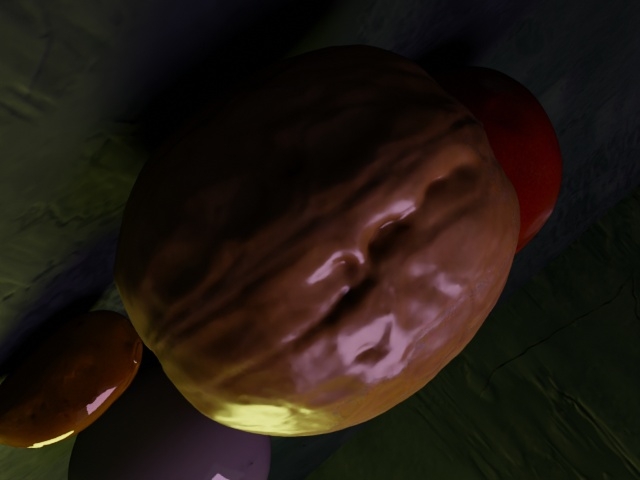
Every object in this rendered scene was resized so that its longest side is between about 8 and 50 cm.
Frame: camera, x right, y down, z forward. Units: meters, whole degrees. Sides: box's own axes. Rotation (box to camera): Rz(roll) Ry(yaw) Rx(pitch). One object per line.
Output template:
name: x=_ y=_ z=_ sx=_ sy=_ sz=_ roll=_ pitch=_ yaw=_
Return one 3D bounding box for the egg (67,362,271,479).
egg: x=-0.120 y=0.175 z=1.189 sx=0.199 sy=0.146 sz=0.146 roll=-43 pitch=169 yaw=38

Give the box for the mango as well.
mango: x=-0.163 y=0.091 z=0.978 sx=0.114 sy=0.060 sz=0.080 roll=-42 pitch=-177 yaw=-6

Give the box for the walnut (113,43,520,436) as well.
walnut: x=0.000 y=0.000 z=0.839 sx=0.222 sy=0.195 sz=0.195 roll=-39 pitch=167 yaw=-4

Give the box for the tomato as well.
tomato: x=0.089 y=-0.035 z=1.122 sx=0.195 sy=0.136 sz=0.195 roll=-39 pitch=168 yaw=-10
